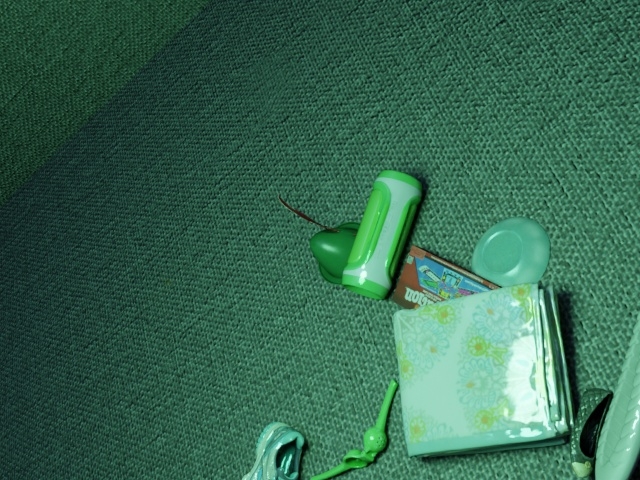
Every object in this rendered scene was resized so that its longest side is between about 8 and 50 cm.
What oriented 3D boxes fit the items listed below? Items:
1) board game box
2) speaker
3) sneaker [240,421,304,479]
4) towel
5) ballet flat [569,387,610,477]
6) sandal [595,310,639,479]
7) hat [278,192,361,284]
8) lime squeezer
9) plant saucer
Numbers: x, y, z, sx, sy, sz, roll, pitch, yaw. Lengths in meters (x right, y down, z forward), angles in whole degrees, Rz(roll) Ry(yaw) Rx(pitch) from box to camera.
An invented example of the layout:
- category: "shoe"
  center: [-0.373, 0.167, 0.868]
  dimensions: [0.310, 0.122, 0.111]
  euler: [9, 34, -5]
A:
- category: "board game box"
  center: [0.283, 0.124, 2.019]
  dimensions: [0.281, 0.027, 0.145]
  euler: [28, 102, 46]
- category: "speaker"
  center: [0.149, -0.014, 2.164]
  dimensions: [0.131, 0.131, 0.297]
  euler: [9, 75, 45]
- category: "sneaker"
  center: [-0.116, 0.565, 2.095]
  dimensions: [0.122, 0.110, 0.283]
  euler: [-6, 65, 56]
- category: "towel"
  center: [0.328, 0.272, 1.853]
  dimensions: [0.374, 0.090, 0.321]
  euler: [-16, 66, 33]
- category: "ballet flat"
  center: [0.505, 0.359, 1.686]
  dimensions: [0.049, 0.057, 0.173]
  euler: [-13, 57, 56]
- category: "sandal"
  center: [0.600, 0.267, 1.613]
  dimensions: [0.102, 0.169, 0.416]
  euler: [19, 79, 6]
- category: "hat"
  center: [0.000, 0.000, 2.250]
  dimensions: [0.208, 0.183, 0.173]
  euler: [6, 73, 44]
- category: "lime squeezer"
  center: [0.086, 0.458, 2.023]
  dimensions: [0.310, 0.059, 0.110]
  euler: [-52, 44, 9]
- category: "plant saucer"
  center: [0.406, 0.031, 1.969]
  dimensions: [0.195, 0.037, 0.195]
  euler: [-20, 56, 33]
